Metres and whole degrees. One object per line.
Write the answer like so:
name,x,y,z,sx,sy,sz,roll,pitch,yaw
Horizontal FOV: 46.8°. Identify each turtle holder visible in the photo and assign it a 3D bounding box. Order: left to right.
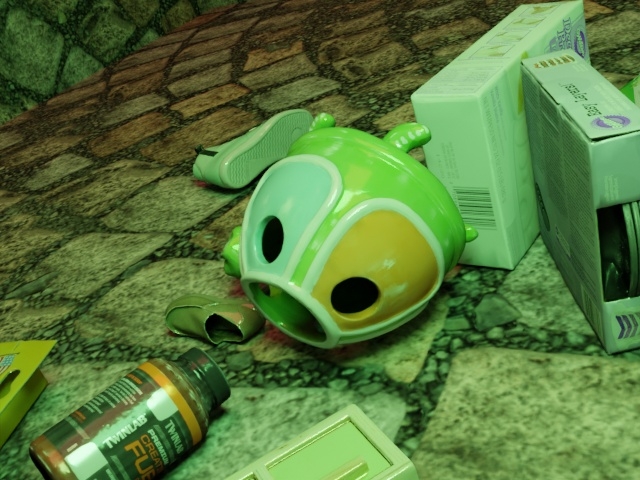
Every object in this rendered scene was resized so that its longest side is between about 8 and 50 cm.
turtle holder,0.001,-0.009,0.884,0.320,0.243,0.227,25,63,29

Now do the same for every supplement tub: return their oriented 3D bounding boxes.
supplement tub,-0.191,0.194,0.772,0.198,0.106,0.106,-36,32,-29

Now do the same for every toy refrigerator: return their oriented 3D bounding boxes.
toy refrigerator,-0.052,0.250,0.603,0.270,0.094,0.102,-26,29,-17

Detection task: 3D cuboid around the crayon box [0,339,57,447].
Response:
crayon box,-0.490,0.225,0.918,0.319,0.081,0.202,-8,29,19

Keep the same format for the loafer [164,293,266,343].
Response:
loafer,-0.145,0.103,0.963,0.148,0.056,0.050,-5,24,24

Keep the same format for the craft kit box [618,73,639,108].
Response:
craft kit box,0.518,-0.209,1.019,0.247,0.061,0.249,-37,16,33

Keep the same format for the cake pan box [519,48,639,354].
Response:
cake pan box,0.285,-0.049,0.787,0.070,0.245,0.266,-14,27,8

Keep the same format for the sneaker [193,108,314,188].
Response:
sneaker,-0.135,-0.188,1.447,0.151,0.094,0.256,10,37,47

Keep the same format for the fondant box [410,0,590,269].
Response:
fondant box,0.263,-0.151,0.989,0.096,0.238,0.330,6,36,38
